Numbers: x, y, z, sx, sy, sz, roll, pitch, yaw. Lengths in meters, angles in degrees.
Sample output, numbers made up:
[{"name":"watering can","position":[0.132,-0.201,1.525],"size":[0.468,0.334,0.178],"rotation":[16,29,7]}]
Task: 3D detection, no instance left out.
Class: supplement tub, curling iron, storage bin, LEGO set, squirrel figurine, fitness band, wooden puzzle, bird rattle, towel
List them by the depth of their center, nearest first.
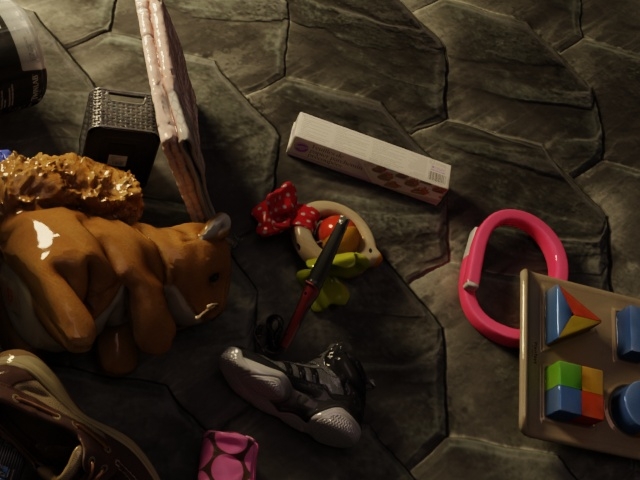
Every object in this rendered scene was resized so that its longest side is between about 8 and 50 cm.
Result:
[{"name":"squirrel figurine","position":[-0.328,0.009,1.652],"size":[0.370,0.281,0.397],"rotation":[-16,72,-36]},{"name":"supplement tub","position":[-0.639,-0.280,1.749],"size":[0.316,0.193,0.194],"rotation":[-23,71,-31]},{"name":"curling iron","position":[-0.028,0.077,1.764],"size":[0.068,0.035,0.274],"rotation":[32,97,-2]},{"name":"towel","position":[-0.241,-0.219,1.787],"size":[0.053,0.332,0.317],"rotation":[-13,65,-3]},{"name":"storage bin","position":[-0.349,-0.172,1.803],"size":[0.122,0.180,0.084],"rotation":[5,58,-18]},{"name":"LEGO set","position":[-0.177,0.009,1.861],"size":[0.083,0.023,0.054],"rotation":[4,56,-4]},{"name":"bird rattle","position":[0.000,0.000,1.899],"size":[0.207,0.143,0.253],"rotation":[-12,52,-39]},{"name":"wooden puzzle","position":[0.521,0.227,1.921],"size":[0.347,0.080,0.322],"rotation":[16,61,-19]},{"name":"fitness band","position":[0.376,0.069,2.014],"size":[0.209,0.054,0.291],"rotation":[23,56,-7]}]

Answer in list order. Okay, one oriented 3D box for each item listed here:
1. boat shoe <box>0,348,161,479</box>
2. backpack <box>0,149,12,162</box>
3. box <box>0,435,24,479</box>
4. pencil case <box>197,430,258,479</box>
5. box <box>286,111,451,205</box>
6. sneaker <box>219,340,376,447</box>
[{"name":"boat shoe","position":[-0.357,0.309,1.481],"size":[0.342,0.123,0.123],"rotation":[53,17,-19]},{"name":"backpack","position":[-0.550,-0.089,1.713],"size":[0.101,0.120,0.098],"rotation":[-1,53,-32]},{"name":"box","position":[-0.520,0.303,1.417],"size":[0.216,0.060,0.270],"rotation":[29,18,-15]},{"name":"pencil case","position":[-0.141,0.394,1.598],"size":[0.098,0.095,0.209],"rotation":[-9,60,15]},{"name":"box","position":[0.096,-0.158,2.036],"size":[0.324,0.063,0.067],"rotation":[18,54,-10]},{"name":"sneaker","position":[-0.032,0.222,1.740],"size":[0.268,0.101,0.153],"rotation":[33,54,-7]}]
